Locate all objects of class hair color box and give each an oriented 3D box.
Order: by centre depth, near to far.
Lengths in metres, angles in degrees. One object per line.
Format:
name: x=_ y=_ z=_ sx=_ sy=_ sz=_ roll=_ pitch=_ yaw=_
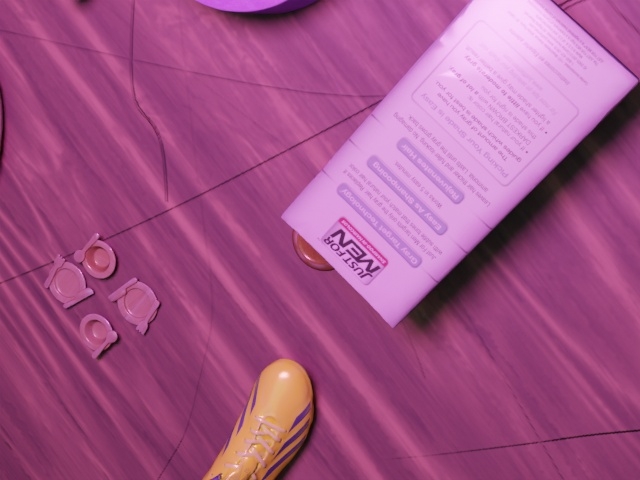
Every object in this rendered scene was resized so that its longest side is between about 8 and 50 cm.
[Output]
hair color box: x=0.152 y=-0.100 z=1.020 sx=0.185 sy=0.113 sz=0.374 roll=45 pitch=110 yaw=7

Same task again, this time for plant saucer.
plant saucer: x=0.000 y=0.000 z=1.157 sx=0.084 sy=0.015 sz=0.083 roll=5 pitch=103 yaw=20

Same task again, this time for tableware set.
tableware set: x=-0.314 y=0.077 z=1.289 sx=0.141 sy=0.020 sz=0.168 roll=-40 pitch=87 yaw=23

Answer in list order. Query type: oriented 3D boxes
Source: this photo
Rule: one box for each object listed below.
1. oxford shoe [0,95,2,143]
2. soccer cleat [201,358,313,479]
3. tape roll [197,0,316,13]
oxford shoe: x=-0.537 y=-0.264 z=1.240 sx=0.169 sy=0.130 sz=0.449 roll=6 pitch=105 yaw=17
soccer cleat: x=-0.092 y=0.288 z=1.198 sx=0.093 sy=0.121 sz=0.289 roll=31 pitch=110 yaw=12
tape roll: x=-0.077 y=-0.406 z=1.057 sx=0.275 sy=0.090 sz=0.274 roll=5 pitch=104 yaw=20
